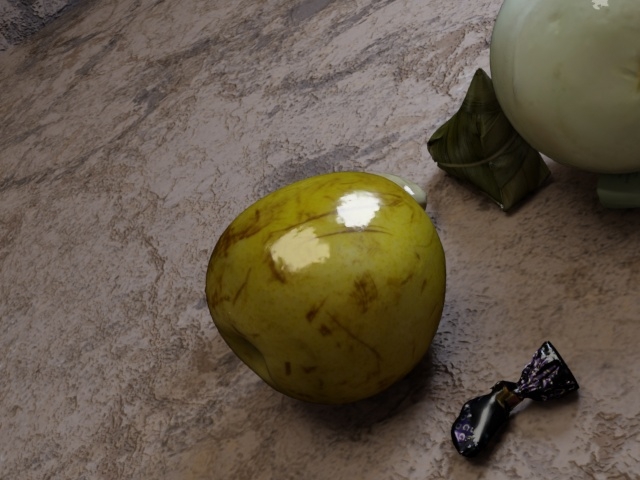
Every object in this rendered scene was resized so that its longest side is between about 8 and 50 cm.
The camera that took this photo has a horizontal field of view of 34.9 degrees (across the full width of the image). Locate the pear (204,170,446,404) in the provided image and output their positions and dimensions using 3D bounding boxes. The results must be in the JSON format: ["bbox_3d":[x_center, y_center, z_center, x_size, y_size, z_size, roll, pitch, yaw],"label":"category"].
[{"bbox_3d":[0.011,0.054,1.192,0.281,0.280,0.280,-22,35,17],"label":"pear"}]

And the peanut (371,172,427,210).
[{"bbox_3d":[0.000,0.000,1.386,0.313,0.149,0.149,-25,35,8],"label":"peanut"}]

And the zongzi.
[{"bbox_3d":[0.188,-0.162,1.360,0.094,0.204,0.205,-38,33,-9],"label":"zongzi"}]

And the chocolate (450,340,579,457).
[{"bbox_3d":[0.197,0.167,1.074,0.147,0.070,0.072,-31,6,4],"label":"chocolate"}]

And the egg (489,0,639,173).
[{"bbox_3d":[0.338,-0.219,1.184,0.283,0.283,0.345,-27,10,10],"label":"egg"}]

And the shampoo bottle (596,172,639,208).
[{"bbox_3d":[0.433,-0.073,1.184,0.213,0.049,0.072,-9,26,32],"label":"shampoo bottle"}]
